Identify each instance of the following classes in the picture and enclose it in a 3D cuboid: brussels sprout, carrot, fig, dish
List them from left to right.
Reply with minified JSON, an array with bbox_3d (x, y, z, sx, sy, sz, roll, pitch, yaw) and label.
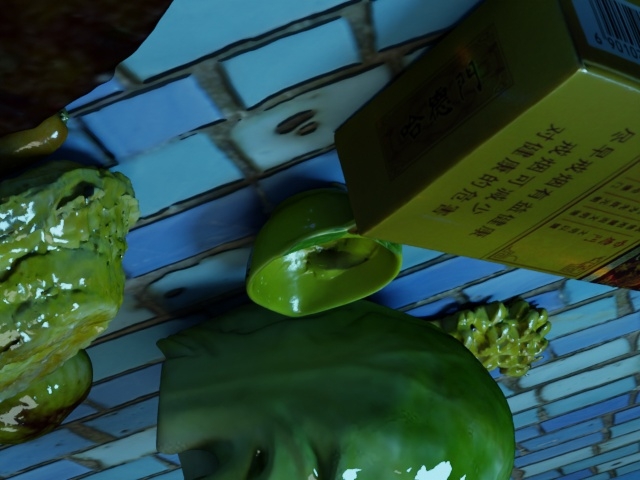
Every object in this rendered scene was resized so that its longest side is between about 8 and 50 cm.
[{"bbox_3d":[-0.296,-0.039,0.836,0.247,0.043,0.043,-26,156,-6],"label":"carrot"},{"bbox_3d":[-0.307,0.147,1.165,0.152,0.121,0.136,0,146,-30],"label":"fig"},{"bbox_3d":[0.000,0.000,1.092,0.148,0.080,0.208,0,152,-23],"label":"dish"},{"bbox_3d":[0.032,0.229,1.279,0.360,0.343,0.425,-20,157,1],"label":"brussels sprout"}]

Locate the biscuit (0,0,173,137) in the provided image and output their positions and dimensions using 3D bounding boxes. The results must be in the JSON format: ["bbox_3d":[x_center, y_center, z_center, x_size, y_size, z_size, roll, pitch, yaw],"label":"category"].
[{"bbox_3d":[-0.272,-0.160,0.594,0.407,0.091,0.407,-15,157,-7],"label":"biscuit"}]

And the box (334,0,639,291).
[{"bbox_3d":[0.252,-0.077,1.019,0.415,0.116,0.264,9,145,-38],"label":"box"}]

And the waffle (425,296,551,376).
[{"bbox_3d":[0.175,0.160,1.538,0.292,0.069,0.260,-16,156,-2],"label":"waffle"}]

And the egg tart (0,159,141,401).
[{"bbox_3d":[-0.253,0.050,0.909,0.294,0.123,0.294,-32,174,-4],"label":"egg tart"}]
